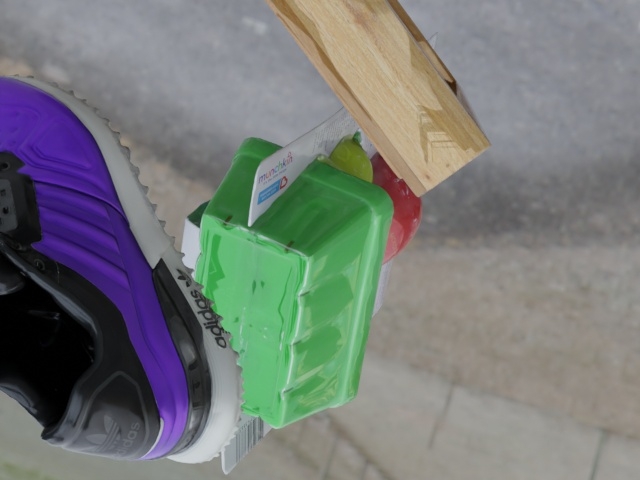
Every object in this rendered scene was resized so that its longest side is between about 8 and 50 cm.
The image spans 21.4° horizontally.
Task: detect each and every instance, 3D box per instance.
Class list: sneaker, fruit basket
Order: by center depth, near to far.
[{"bbox_3d":[-0.169,0.006,0.962,0.146,0.102,0.293,-1,-136,-48],"label":"sneaker"},{"bbox_3d":[0.000,0.000,1.575,0.165,0.353,0.327,19,123,14],"label":"fruit basket"}]

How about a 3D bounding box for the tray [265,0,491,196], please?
[{"bbox_3d":[-0.029,-0.233,1.264,0.411,0.076,0.203,51,-170,-14],"label":"tray"}]
